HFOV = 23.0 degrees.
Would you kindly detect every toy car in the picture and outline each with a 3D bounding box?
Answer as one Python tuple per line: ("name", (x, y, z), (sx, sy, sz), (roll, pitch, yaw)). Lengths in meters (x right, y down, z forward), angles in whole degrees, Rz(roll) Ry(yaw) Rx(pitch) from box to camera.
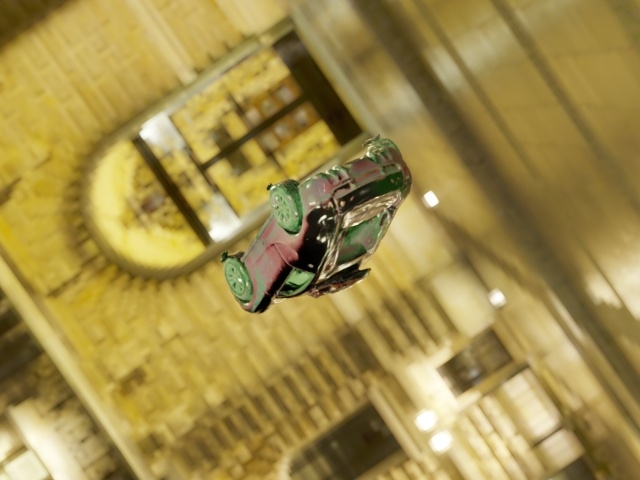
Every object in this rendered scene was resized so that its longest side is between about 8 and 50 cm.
("toy car", (0.000, 0.000, 0.791), (0.055, 0.069, 0.142), (58, 151, 13))
